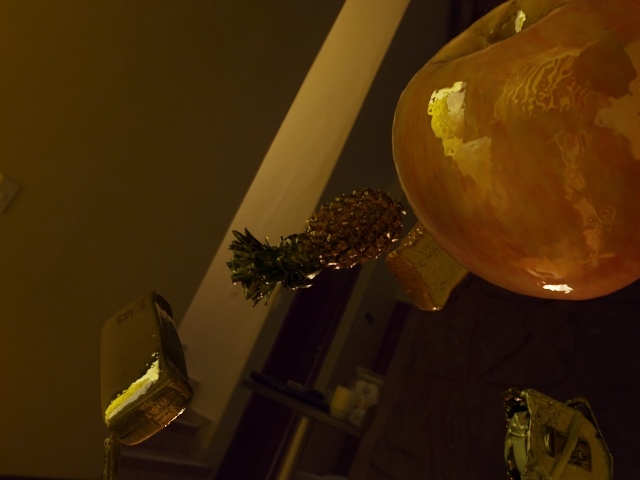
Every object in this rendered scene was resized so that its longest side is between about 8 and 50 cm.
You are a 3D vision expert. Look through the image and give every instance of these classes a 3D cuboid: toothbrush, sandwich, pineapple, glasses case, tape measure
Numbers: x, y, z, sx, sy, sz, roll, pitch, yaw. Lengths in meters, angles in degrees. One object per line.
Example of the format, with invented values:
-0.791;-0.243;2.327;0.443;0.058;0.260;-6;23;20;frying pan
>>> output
-0.390;0.502;0.965;0.030;0.297;0.031;1;6;-39;toothbrush
0.321;0.065;1.520;0.087;0.251;0.226;-19;-73;49;sandwich
-0.001;0.000;0.598;0.083;0.222;0.103;81;-18;-48;pineapple
-0.304;0.201;0.894;0.074;0.131;0.323;59;-7;-30;glasses case
0.203;0.181;0.453;0.091;0.094;0.054;11;-34;-12;tape measure

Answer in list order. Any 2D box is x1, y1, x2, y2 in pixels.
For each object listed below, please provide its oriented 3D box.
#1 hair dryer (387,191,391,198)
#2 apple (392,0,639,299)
0.137;-0.077;1.194;0.063;0.114;0.037;41;-37;-13;hair dryer
0.291;-0.119;0.664;0.346;0.391;0.392;54;-27;-16;apple
